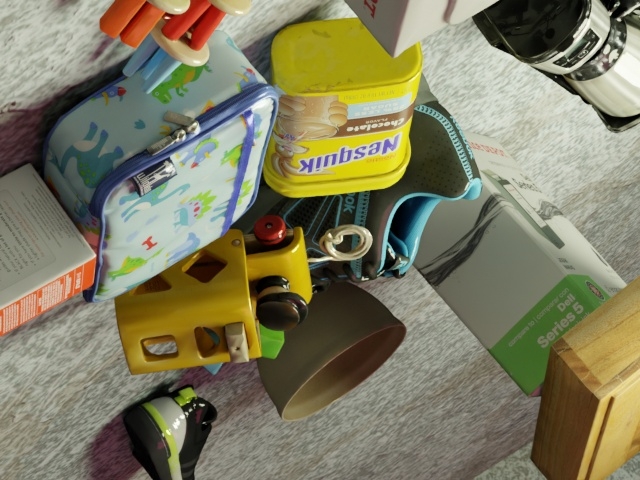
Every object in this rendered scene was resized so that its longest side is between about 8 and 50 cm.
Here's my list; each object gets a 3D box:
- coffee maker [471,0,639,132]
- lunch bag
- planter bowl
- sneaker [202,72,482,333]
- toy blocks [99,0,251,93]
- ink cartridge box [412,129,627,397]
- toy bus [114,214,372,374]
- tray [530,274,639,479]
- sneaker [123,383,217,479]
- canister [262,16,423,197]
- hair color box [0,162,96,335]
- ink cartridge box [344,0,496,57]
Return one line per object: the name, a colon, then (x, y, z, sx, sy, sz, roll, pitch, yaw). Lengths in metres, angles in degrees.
coffee maker: (0.209, -0.191, 1.669, 0.178, 0.171, 0.120, 27, 94, -48)
lunch bag: (-0.121, -0.054, 1.443, 0.176, 0.090, 0.219, -33, 163, -24)
planter bowl: (-0.006, 0.100, 2.017, 0.162, 0.109, 0.162, -34, 162, -13)
sneaker: (0.000, 0.000, 1.725, 0.341, 0.139, 0.125, -46, 163, 29)
toy blocks: (-0.100, -0.155, 1.276, 0.148, 0.054, 0.123, -46, 161, 27)
ink cartridge box: (0.188, 0.019, 1.921, 0.115, 0.273, 0.198, -45, 162, 16)
toy bus: (-0.080, 0.054, 1.631, 0.191, 0.104, 0.202, 26, 127, -29)
tray: (0.312, 0.128, 1.865, 0.203, 0.076, 0.411, -37, 163, -10)
sneaker: (-0.148, 0.222, 2.093, 0.097, 0.084, 0.234, -35, 163, -14)
canister: (0.016, -0.108, 1.548, 0.126, 0.073, 0.170, -6, 154, -7)
hair color box: (-0.255, 0.026, 1.369, 0.167, 0.093, 0.053, -29, 161, -23)
ink cartridge box: (0.047, -0.255, 1.008, 0.168, 0.232, 0.171, -31, 162, -20)
